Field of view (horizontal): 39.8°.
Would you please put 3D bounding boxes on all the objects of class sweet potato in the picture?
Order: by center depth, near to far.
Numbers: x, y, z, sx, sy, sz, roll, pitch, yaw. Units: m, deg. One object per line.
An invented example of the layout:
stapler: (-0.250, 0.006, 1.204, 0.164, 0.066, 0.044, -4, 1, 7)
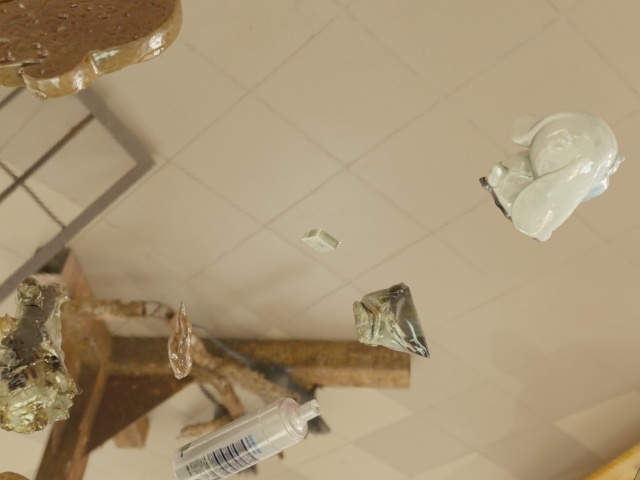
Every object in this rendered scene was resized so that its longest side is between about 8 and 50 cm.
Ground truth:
sweet potato: (-0.297, 0.215, 1.884, 0.056, 0.056, 0.195, 8, 115, -1)

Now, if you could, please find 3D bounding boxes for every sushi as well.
sushi: (0.111, 0.147, 1.631, 0.109, 0.273, 0.134, -16, 94, -4)

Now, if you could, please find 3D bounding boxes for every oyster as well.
oyster: (-0.532, 0.210, 1.659, 0.197, 0.337, 0.133, 14, 129, -11)

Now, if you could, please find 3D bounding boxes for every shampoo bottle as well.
shampoo bottle: (-0.132, 0.370, 1.646, 0.303, 0.092, 0.092, -30, 127, 19)

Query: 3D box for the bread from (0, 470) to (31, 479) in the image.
bread: (-0.555, 0.585, 1.530, 0.336, 0.204, 0.358, -6, 101, 45)

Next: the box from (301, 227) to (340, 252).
box: (0.000, 0.000, 1.847, 0.054, 0.024, 0.083, 37, 163, -16)

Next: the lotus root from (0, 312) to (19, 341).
lotus root: (-0.473, 0.123, 1.169, 0.150, 0.073, 0.062, -12, 110, -27)

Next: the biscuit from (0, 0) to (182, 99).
biscuit: (-0.377, -0.303, 1.260, 0.367, 0.314, 0.063, -10, 141, -11)

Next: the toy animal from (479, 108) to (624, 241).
toy animal: (0.446, -0.150, 1.734, 0.174, 0.249, 0.289, 10, 131, -27)

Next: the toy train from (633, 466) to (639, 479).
toy train: (0.467, 0.386, 1.237, 0.087, 0.138, 0.050, 18, 163, 47)
